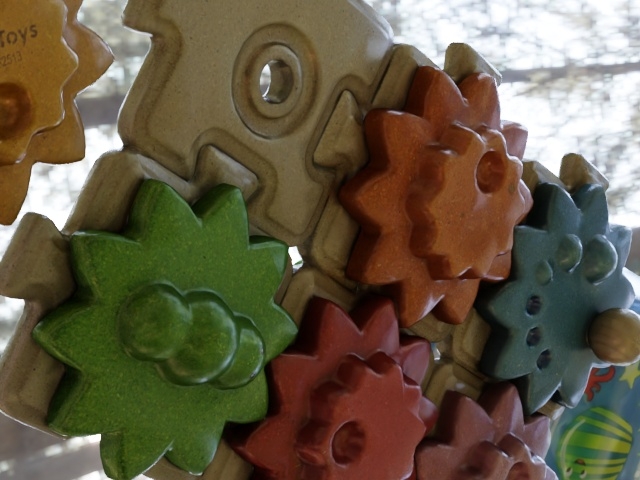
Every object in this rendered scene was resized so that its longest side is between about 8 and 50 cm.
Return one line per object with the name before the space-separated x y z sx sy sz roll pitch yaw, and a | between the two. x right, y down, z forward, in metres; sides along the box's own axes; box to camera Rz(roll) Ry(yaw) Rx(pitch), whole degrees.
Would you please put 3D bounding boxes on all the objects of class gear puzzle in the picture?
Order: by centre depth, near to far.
gear puzzle | 0.000 0.000 0.424 0.044 0.339 0.176 13 -105 45

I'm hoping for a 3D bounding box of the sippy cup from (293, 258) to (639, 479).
sippy cup | 0.108 0.110 0.866 0.305 0.240 0.224 19 -77 -7
